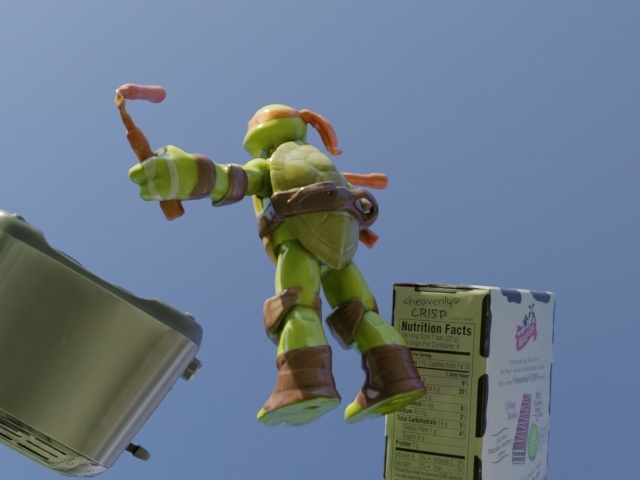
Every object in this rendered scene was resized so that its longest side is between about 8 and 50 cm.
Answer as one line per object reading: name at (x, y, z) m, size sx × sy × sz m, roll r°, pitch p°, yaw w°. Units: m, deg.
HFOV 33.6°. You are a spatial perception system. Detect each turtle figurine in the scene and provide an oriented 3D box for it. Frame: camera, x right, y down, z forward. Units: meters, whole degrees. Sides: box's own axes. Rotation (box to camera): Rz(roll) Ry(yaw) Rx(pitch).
turtle figurine at (0.000, 0.000, 0.652) m, size 0.087 × 0.269 × 0.217 m, roll -27°, pitch -113°, yaw 28°

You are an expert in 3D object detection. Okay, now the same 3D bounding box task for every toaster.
toaster at (-0.211, 0.079, 0.800) m, size 0.227 × 0.129 × 0.146 m, roll 31°, pitch -103°, yaw -6°

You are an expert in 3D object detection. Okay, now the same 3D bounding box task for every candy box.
candy box at (0.102, 0.147, 0.720) m, size 0.071 × 0.159 × 0.234 m, roll 3°, pitch -93°, yaw 27°
